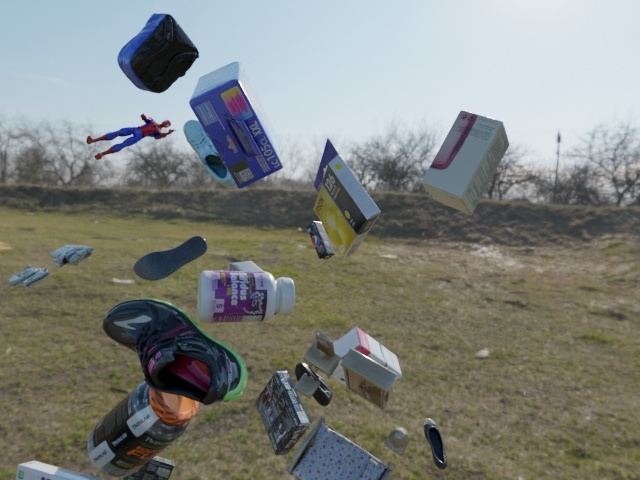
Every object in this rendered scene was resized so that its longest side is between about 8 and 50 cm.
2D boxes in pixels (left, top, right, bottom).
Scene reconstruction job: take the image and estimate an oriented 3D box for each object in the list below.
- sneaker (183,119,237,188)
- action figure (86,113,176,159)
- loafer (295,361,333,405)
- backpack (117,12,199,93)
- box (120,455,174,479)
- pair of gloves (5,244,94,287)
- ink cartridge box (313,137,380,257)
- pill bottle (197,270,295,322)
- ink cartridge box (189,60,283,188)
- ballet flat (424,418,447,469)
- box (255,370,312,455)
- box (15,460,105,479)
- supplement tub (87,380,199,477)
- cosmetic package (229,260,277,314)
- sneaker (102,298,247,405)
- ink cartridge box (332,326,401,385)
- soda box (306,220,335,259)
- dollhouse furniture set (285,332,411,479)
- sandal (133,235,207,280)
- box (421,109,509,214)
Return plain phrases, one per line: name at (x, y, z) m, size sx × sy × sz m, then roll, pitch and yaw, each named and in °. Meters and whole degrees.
sneaker at (-0.477, -0.391, 2.002) m, size 0.366 × 0.135 × 0.150 m, roll 49°, pitch 3°, yaw 5°
action figure at (-0.592, -0.353, 1.501) m, size 0.139 × 0.091 × 0.280 m, roll -10°, pitch 19°, yaw 47°
loafer at (-0.028, 0.628, 2.042) m, size 0.220 × 0.080 × 0.078 m, roll 50°, pitch 27°, yaw 15°
backpack at (-0.293, -0.322, 0.818) m, size 0.101 × 0.120 × 0.098 m, roll 20°, pitch -18°, yaw 41°
box at (-0.750, 1.010, 1.998) m, size 0.180 × 0.147 × 0.077 m, roll 26°, pitch -17°, yaw -17°
pair of gloves at (-0.834, 0.082, 1.437) m, size 0.204 × 0.042 × 0.240 m, roll 0°, pitch 29°, yaw 36°
ink cartridge box at (0.055, -0.132, 1.553) m, size 0.072 × 0.307 × 0.303 m, roll -29°, pitch -16°, yaw -21°
pill bottle at (-0.244, 0.184, 1.521) m, size 0.302 × 0.169 × 0.169 m, roll 2°, pitch 3°, yaw -19°
ink cartridge box at (-0.233, -0.330, 1.316) m, size 0.151 × 0.270 × 0.395 m, roll -24°, pitch 30°, yaw 6°
ballet flat at (0.391, 0.678, 1.554) m, size 0.058 × 0.049 × 0.173 m, roll -2°, pitch 41°, yaw -9°
box at (-0.188, 0.831, 2.239) m, size 0.077 × 0.242 × 0.307 m, roll 12°, pitch 30°, yaw -39°
box at (-0.688, 0.739, 1.224) m, size 0.322 × 0.232 × 0.058 m, roll 2°, pitch -9°, yaw 22°
supplement tub at (-0.553, 0.574, 1.458) m, size 0.338 × 0.207 × 0.207 m, roll -42°, pitch -16°, yaw 19°
cosmetic package at (-0.252, 0.181, 1.749) m, size 0.107 × 0.127 × 0.238 m, roll -4°, pitch 23°, yaw -36°
sneaker at (-0.435, 0.308, 1.320) m, size 0.483 × 0.185 × 0.202 m, roll 23°, pitch 5°, yaw 16°
ink cartridge box at (0.147, 0.439, 1.646) m, size 0.237 × 0.172 × 0.100 m, roll 40°, pitch 21°, yaw -28°
soda box at (0.000, 0.000, 2.028) m, size 0.053 × 0.168 × 0.060 m, roll -37°, pitch -27°, yaw 29°
dollhouse furniture set at (0.011, 0.422, 0.993) m, size 0.303 × 0.355 × 0.173 m, roll 27°, pitch -27°, yaw 23°
sandal at (-0.513, 0.068, 1.601) m, size 0.255 × 0.097 × 0.054 m, roll -23°, pitch -1°, yaw -21°
box at (0.403, -0.213, 1.279) m, size 0.127 × 0.232 × 0.149 m, roll 29°, pitch 0°, yaw 32°
